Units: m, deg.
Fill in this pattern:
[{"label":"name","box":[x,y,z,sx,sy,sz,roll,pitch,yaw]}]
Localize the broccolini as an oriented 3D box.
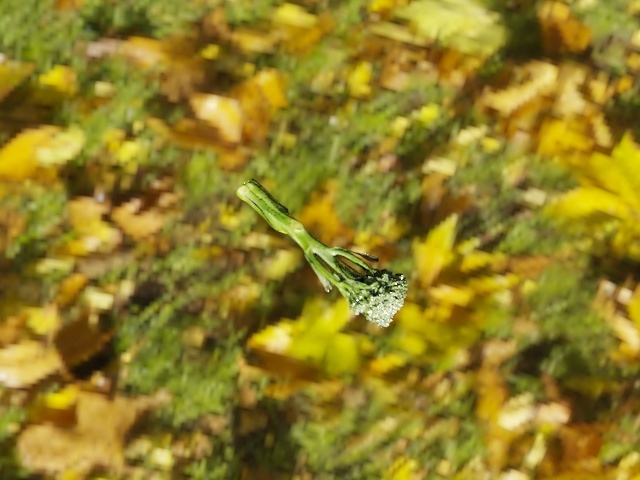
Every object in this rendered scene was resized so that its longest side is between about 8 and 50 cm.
[{"label":"broccolini","box":[0.000,0.000,1.048,0.140,0.035,0.030,43,14,34]}]
